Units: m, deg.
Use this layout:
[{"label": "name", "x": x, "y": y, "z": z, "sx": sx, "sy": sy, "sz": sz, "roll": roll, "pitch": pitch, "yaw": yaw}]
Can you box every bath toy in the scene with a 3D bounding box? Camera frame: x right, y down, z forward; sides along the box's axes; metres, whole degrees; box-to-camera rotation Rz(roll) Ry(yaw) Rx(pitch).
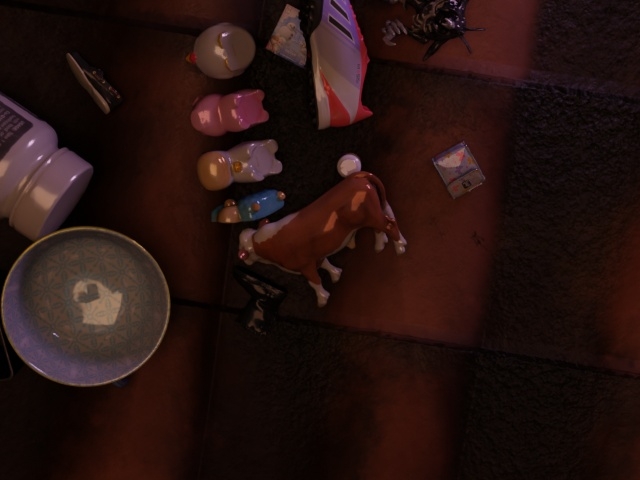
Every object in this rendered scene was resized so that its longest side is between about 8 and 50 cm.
[{"label": "bath toy", "x": -0.170, "y": -0.209, "z": 1.831, "sx": 0.151, "sy": 0.129, "sz": 0.348, "roll": -17, "pitch": 102, "yaw": -39}]

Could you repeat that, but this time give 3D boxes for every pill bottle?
[{"label": "pill bottle", "x": 0.052, "y": -0.134, "z": 1.844, "sx": 0.043, "sy": 0.083, "sz": 0.043, "roll": 0, "pitch": 98, "yaw": 2}, {"label": "pill bottle", "x": -0.600, "y": -0.164, "z": 1.812, "sx": 0.361, "sy": 0.204, "sz": 0.204, "roll": 34, "pitch": 98, "yaw": -2}]

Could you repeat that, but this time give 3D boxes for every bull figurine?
[{"label": "bull figurine", "x": 0.000, "y": 0.000, "z": 1.841, "sx": 0.310, "sy": 0.101, "sz": 0.188, "roll": -32, "pitch": 114, "yaw": 24}]

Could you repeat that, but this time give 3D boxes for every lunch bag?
[{"label": "lunch bag", "x": 0.251, "y": -0.126, "z": 1.852, "sx": 0.071, "sy": 0.053, "sz": 0.083, "roll": -28, "pitch": 105, "yaw": 8}]

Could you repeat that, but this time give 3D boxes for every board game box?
[{"label": "board game box", "x": -0.040, "y": -0.365, "z": 1.847, "sx": 0.090, "sy": 0.020, "sz": 0.090, "roll": 27, "pitch": 98, "yaw": -2}]

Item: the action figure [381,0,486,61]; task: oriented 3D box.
[{"label": "action figure", "x": 0.157, "y": -0.412, "z": 1.770, "sx": 0.276, "sy": 0.141, "sz": 0.164, "roll": 32, "pitch": 113, "yaw": -2}]

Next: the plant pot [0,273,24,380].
[{"label": "plant pot", "x": -0.620, "y": 0.151, "z": 1.868, "sx": 0.188, "sy": 0.167, "sz": 0.187, "roll": -11, "pitch": 98, "yaw": 16}]

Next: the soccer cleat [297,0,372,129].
[{"label": "soccer cleat", "x": 0.028, "y": -0.352, "z": 1.785, "sx": 0.116, "sy": 0.108, "sz": 0.318, "roll": -8, "pitch": 115, "yaw": -11}]

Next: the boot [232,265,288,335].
[{"label": "boot", "x": -0.128, "y": 0.114, "z": 1.911, "sx": 0.121, "sy": 0.045, "sz": 0.099, "roll": 28, "pitch": 101, "yaw": -2}]

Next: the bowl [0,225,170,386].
[{"label": "bowl", "x": -0.423, "y": 0.104, "z": 1.854, "sx": 0.289, "sy": 0.156, "sz": 0.289, "roll": -2, "pitch": 101, "yaw": -13}]

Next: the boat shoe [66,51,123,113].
[{"label": "boat shoe", "x": -0.413, "y": -0.292, "z": 1.867, "sx": 0.042, "sy": 0.049, "sz": 0.133, "roll": -39, "pitch": 88, "yaw": -20}]

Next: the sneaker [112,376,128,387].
[{"label": "sneaker", "x": -0.429, "y": 0.242, "z": 1.940, "sx": 0.144, "sy": 0.053, "sz": 0.059, "roll": 32, "pitch": 98, "yaw": 7}]
